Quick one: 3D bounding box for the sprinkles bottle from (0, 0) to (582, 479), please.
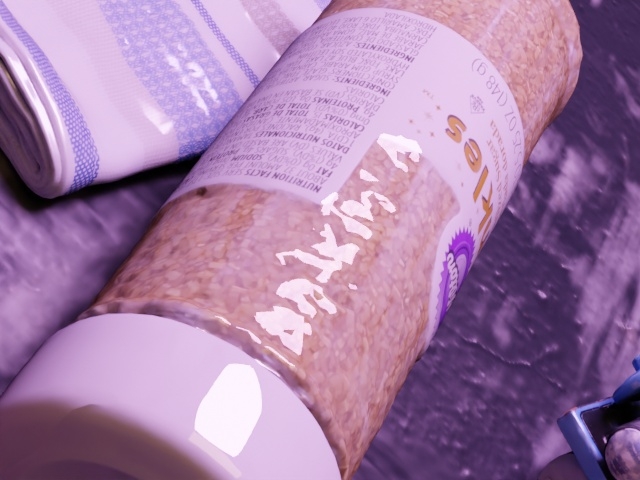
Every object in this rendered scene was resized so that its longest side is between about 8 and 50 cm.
[{"bbox_3d":[0.000,0.000,0.703,0.121,0.121,0.355,44,41,-10],"label":"sprinkles bottle"}]

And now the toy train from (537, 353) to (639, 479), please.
[{"bbox_3d":[0.171,0.094,0.828,0.184,0.105,0.080,-10,65,-49],"label":"toy train"}]

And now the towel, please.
[{"bbox_3d":[-0.081,-0.138,0.817,0.285,0.034,0.209,-24,80,-52],"label":"towel"}]
